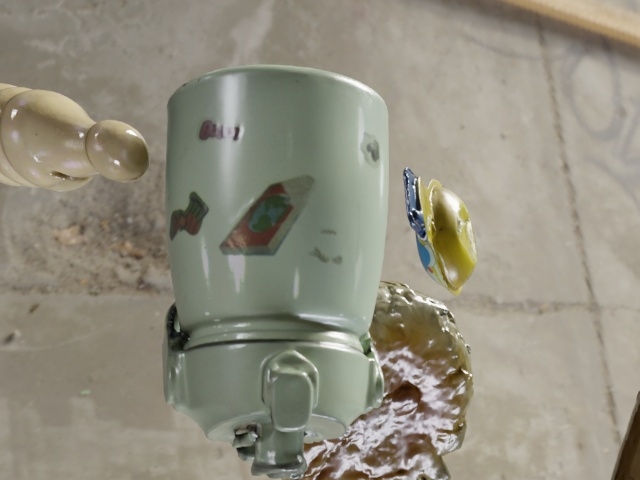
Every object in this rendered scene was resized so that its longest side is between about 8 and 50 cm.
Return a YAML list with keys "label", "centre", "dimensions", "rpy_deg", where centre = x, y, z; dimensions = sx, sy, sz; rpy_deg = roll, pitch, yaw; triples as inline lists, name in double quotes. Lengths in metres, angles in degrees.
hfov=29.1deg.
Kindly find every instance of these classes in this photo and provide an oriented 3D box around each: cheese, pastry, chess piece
- label: "cheese"
  centre: [0.168, -0.018, 1.748]
  dimensions: [0.270, 0.069, 0.177]
  rpy_deg: [44, 39, -60]
- label: "pastry"
  centre: [0.047, 0.186, 1.555]
  dimensions: [0.329, 0.136, 0.330]
  rpy_deg: [-9, 117, -17]
- label: "chess piece"
  centre: [-0.303, -0.105, 1.208]
  dimensions: [0.124, 0.307, 0.139]
  rpy_deg: [-45, 134, -45]

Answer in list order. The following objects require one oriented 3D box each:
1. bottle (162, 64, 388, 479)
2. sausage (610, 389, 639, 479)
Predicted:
- label: "bottle"
  centre: [-0.039, 0.041, 1.121]
  dimensions: [0.229, 0.229, 0.352]
  rpy_deg: [8, 74, -34]
- label: "sausage"
  centre: [0.393, 0.122, 1.225]
  dimensions: [0.123, 0.501, 0.136]
  rpy_deg: [20, 28, 14]
